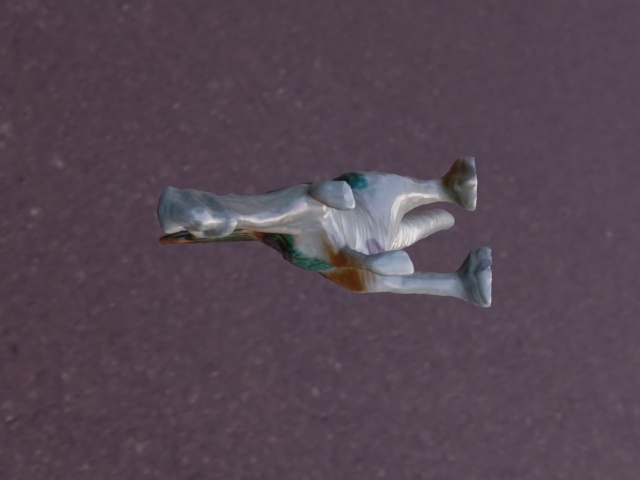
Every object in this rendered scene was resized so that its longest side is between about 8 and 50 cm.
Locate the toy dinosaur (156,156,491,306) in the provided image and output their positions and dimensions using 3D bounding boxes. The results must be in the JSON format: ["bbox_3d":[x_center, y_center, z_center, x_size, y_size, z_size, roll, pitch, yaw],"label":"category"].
[{"bbox_3d":[0.000,-0.004,0.536,0.187,0.106,0.044,-98,-174,-83],"label":"toy dinosaur"}]
